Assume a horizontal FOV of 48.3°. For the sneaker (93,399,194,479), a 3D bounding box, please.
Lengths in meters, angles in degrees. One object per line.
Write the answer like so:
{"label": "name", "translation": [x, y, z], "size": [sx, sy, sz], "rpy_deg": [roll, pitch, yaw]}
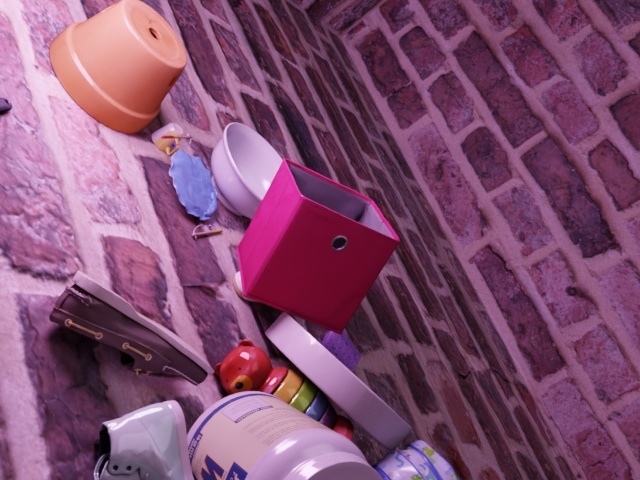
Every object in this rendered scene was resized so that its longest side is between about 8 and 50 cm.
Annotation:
{"label": "sneaker", "translation": [-0.276, 0.393, 1.118], "size": [0.151, 0.094, 0.256], "rpy_deg": [-6, 77, -37]}

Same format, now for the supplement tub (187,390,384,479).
{"label": "supplement tub", "translation": [-0.062, 0.393, 1.145], "size": [0.235, 0.235, 0.325], "rpy_deg": [43, -17, -28]}

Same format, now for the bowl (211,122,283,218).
{"label": "bowl", "translation": [-0.198, -0.160, 1.931], "size": [0.298, 0.134, 0.298], "rpy_deg": [43, 26, -26]}

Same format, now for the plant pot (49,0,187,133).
{"label": "plant pot", "translation": [-0.457, -0.429, 1.694], "size": [0.291, 0.203, 0.291], "rpy_deg": [43, 27, -28]}

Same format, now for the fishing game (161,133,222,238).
{"label": "fishing game", "translation": [-0.317, -0.135, 1.764], "size": [0.189, 0.041, 0.264], "rpy_deg": [-25, 95, -67]}

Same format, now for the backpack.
{"label": "backpack", "translation": [0.210, 0.596, 1.487], "size": [0.355, 0.273, 0.290], "rpy_deg": [46, -3, -22]}

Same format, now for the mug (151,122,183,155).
{"label": "mug", "translation": [-0.376, -0.257, 1.801], "size": [0.078, 0.064, 0.062], "rpy_deg": [55, 22, -3]}

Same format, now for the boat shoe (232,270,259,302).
{"label": "boat shoe", "translation": [-0.101, 0.111, 1.805], "size": [0.277, 0.096, 0.098], "rpy_deg": [13, 48, -58]}

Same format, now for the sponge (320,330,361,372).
{"label": "sponge", "translation": [0.043, 0.312, 1.906], "size": [0.117, 0.031, 0.210], "rpy_deg": [54, 23, -4]}

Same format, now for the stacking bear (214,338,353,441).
{"label": "stacking bear", "translation": [-0.088, 0.333, 1.469], "size": [0.289, 0.175, 0.164], "rpy_deg": [45, 21, -5]}

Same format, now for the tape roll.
{"label": "tape roll", "translation": [0.038, 0.314, 1.601], "size": [0.392, 0.072, 0.392], "rpy_deg": [42, -7, 7]}

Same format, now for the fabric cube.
{"label": "fabric cube", "translation": [-0.018, 0.010, 1.618], "size": [0.254, 0.258, 0.259], "rpy_deg": [25, 17, -21]}

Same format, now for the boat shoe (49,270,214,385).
{"label": "boat shoe", "translation": [-0.327, 0.179, 1.268], "size": [0.324, 0.097, 0.116], "rpy_deg": [44, -15, -35]}

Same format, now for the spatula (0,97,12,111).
{"label": "spatula", "translation": [-0.644, -0.228, 1.272], "size": [0.084, 0.030, 0.296], "rpy_deg": [54, 22, -6]}
